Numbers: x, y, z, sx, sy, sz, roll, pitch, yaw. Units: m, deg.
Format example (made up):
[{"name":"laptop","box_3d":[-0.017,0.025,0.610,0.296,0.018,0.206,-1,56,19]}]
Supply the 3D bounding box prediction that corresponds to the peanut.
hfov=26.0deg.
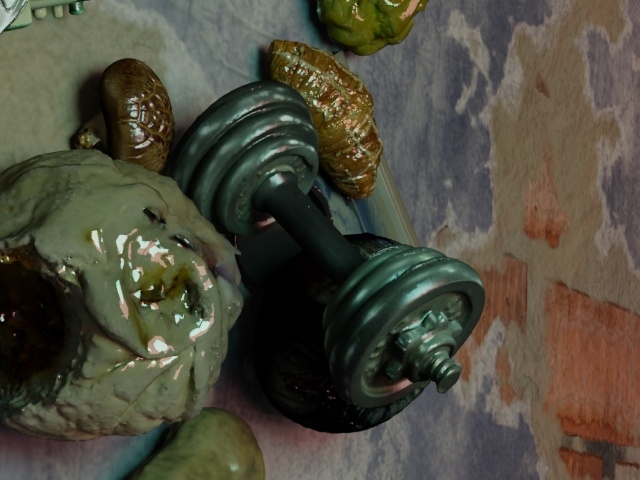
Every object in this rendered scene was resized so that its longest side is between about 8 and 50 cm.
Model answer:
[{"name":"peanut","box_3d":[-0.131,0.261,1.383,0.129,0.129,0.224,63,34,-25]}]

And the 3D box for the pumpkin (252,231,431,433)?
[{"name":"pumpkin","box_3d":[0.031,0.105,1.539,0.233,0.163,0.233,-23,134,-26]}]

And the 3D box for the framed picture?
[{"name":"framed picture","box_3d":[0.019,-0.045,1.683,0.232,0.024,0.315,-43,119,-44]}]

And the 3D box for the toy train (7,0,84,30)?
[{"name":"toy train","box_3d":[-0.277,-0.263,1.298,0.194,0.080,0.125,-21,111,-49]}]

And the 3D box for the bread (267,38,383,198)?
[{"name":"bread","box_3d":[0.021,-0.146,1.626,0.105,0.076,0.233,-55,127,-37]}]

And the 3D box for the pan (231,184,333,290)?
[{"name":"pan","box_3d":[-0.073,-0.039,1.546,0.235,0.028,0.136,47,67,-31]}]

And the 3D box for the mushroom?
[{"name":"mushroom","box_3d":[-0.187,-0.118,1.383,0.109,0.085,0.126,-28,115,-50]}]

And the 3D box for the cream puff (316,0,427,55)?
[{"name":"cream puff","box_3d":[0.067,-0.304,1.685,0.156,0.156,0.121,58,15,-30]}]

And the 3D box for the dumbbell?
[{"name":"dumbbell","box_3d":[0.000,0.000,1.370,0.179,0.406,0.179,-31,149,-21]}]

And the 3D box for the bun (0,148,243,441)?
[{"name":"bun","box_3d":[-0.188,0.046,1.269,0.281,0.205,0.281,10,78,-53]}]

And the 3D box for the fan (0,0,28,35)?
[{"name":"fan","box_3d":[-0.312,-0.232,1.198,0.294,0.012,0.223,33,73,-22]}]
